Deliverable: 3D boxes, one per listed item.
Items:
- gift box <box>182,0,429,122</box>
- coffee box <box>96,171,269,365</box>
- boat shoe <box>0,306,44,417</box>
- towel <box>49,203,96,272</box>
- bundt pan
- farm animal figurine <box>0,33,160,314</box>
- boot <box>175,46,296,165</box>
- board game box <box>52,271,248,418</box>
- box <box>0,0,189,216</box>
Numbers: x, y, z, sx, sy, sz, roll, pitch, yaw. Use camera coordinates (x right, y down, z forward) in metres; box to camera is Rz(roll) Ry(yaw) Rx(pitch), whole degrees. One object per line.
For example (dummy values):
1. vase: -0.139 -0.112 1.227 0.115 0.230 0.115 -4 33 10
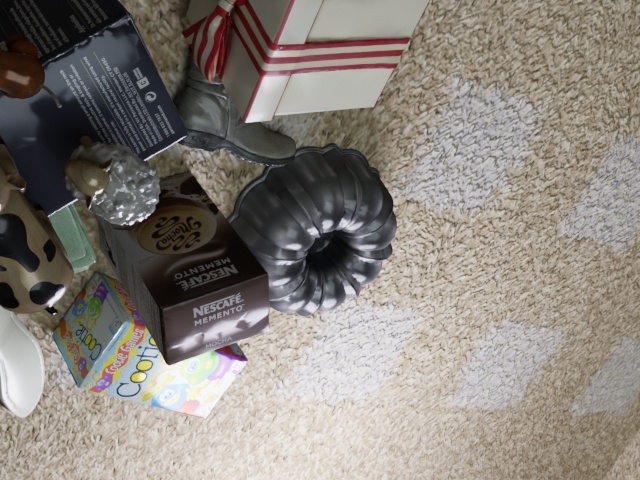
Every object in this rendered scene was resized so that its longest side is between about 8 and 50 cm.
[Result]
1. gift box: -0.048 -0.332 1.384 0.258 0.276 0.255 -11 142 -32
2. coffee box: -0.213 0.033 1.516 0.168 0.297 0.118 -18 132 -23
3. boat shoe: -0.520 0.168 1.564 0.305 0.091 0.109 82 25 -46
4. towel: -0.503 -0.018 1.361 0.325 0.038 0.247 -21 107 1
5. bundt pan: 0.000 0.000 1.763 0.331 0.124 0.330 -19 132 -22
6. farm animal figurine: -0.354 -0.027 0.970 0.330 0.172 0.327 -41 134 1
7. boot: -0.114 -0.211 1.552 0.247 0.083 0.161 9 112 -40
8. board game box: -0.287 0.183 1.696 0.275 0.144 0.142 24 107 -44
9. box: -0.380 -0.190 1.193 0.313 0.343 0.179 -31 134 -9
